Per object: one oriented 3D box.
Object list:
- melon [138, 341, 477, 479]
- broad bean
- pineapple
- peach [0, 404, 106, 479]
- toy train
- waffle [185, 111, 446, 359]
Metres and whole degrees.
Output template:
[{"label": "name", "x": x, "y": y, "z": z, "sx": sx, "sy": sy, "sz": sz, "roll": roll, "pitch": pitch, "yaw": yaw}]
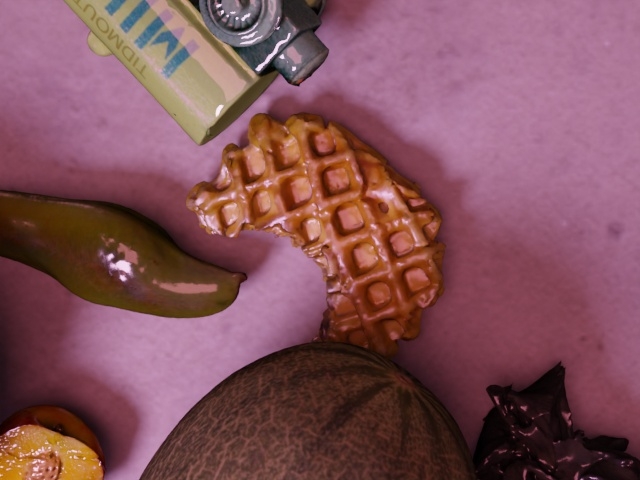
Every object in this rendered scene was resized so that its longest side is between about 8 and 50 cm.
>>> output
[{"label": "melon", "x": -0.017, "y": 0.215, "z": 0.883, "sx": 0.237, "sy": 0.237, "sz": 0.301, "roll": 27, "pitch": 103, "yaw": 6}, {"label": "broad bean", "x": -0.209, "y": 0.000, "z": 0.984, "sx": 0.325, "sy": 0.067, "sz": 0.075, "roll": 11, "pitch": 85, "yaw": 13}, {"label": "pineapple", "x": 0.188, "y": 0.197, "z": 0.916, "sx": 0.119, "sy": 0.111, "sz": 0.237, "roll": -27, "pitch": 82, "yaw": -19}, {"label": "peach", "x": -0.207, "y": 0.165, "z": 1.004, "sx": 0.098, "sy": 0.061, "sz": 0.098, "roll": 1, "pitch": 118, "yaw": 2}, {"label": "toy train", "x": -0.114, "y": -0.185, "z": 0.928, "sx": 0.253, "sy": 0.105, "sz": 0.157, "roll": 47, "pitch": 117, "yaw": 1}, {"label": "waffle", "x": 0.000, "y": 0.001, "z": 0.948, "sx": 0.194, "sy": 0.051, "sz": 0.149, "roll": 38, "pitch": 101, "yaw": 3}]
